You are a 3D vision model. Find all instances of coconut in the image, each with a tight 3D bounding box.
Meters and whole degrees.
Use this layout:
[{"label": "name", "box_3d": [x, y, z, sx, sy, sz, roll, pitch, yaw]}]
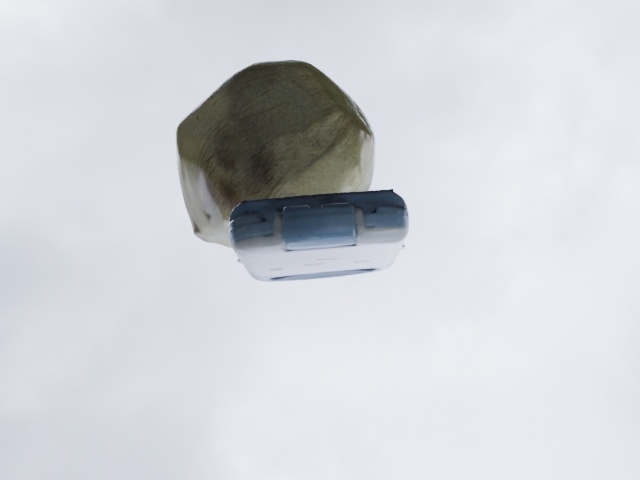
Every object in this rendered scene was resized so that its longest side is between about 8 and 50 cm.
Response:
[{"label": "coconut", "box_3d": [-0.051, -0.075, 1.134, 0.224, 0.224, 0.224, -9, -137, 8]}]

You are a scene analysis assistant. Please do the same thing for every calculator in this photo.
[{"label": "calculator", "box_3d": [0.000, 0.000, 0.761, 0.121, 0.210, 0.039, -3, -99, -1]}]
